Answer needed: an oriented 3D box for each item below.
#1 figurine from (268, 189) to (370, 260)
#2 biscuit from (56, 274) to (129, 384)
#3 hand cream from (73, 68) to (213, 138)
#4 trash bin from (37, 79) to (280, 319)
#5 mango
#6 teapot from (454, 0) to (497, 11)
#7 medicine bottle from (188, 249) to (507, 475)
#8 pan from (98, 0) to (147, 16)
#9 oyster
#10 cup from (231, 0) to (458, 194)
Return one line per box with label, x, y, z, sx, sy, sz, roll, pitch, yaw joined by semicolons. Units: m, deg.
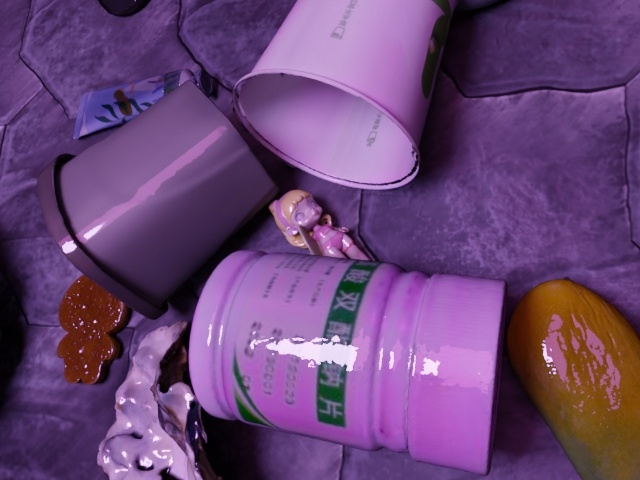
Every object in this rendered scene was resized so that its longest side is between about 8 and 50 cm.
figurine;0.000;0.000;0.788;0.187;0.083;0.083;41;91;11
biscuit;-0.353;0.132;0.884;0.124;0.026;0.175;-1;75;19
hand cream;-0.305;-0.232;0.953;0.271;0.058;0.091;-7;70;22
trash bin;-0.211;-0.066;0.788;0.250;0.220;0.219;-40;54;-3
mango;0.300;0.156;0.630;0.137;0.091;0.238;-33;74;8
teapot;0.203;-0.420;0.787;0.294;0.129;0.193;9;85;19
medicine bottle;0.038;0.127;0.657;0.325;0.212;0.212;6;78;20
pan;-0.365;-0.507;1.050;0.114;0.040;0.212;-16;78;14
oyster;-0.185;0.273;0.730;0.351;0.114;0.238;41;110;37
cup;0.048;-0.238;0.747;0.253;0.253;0.274;15;72;21
